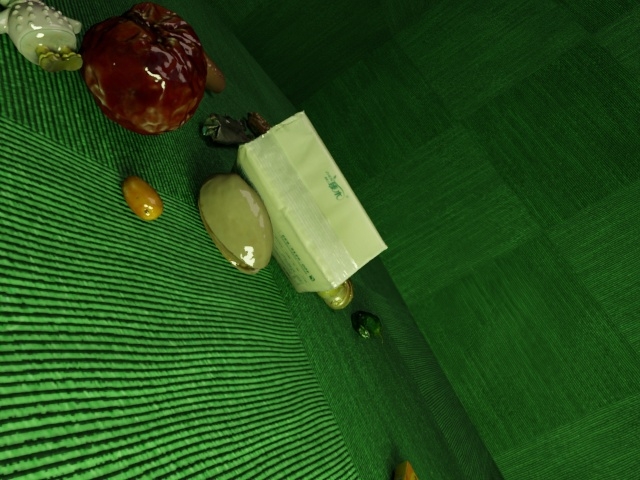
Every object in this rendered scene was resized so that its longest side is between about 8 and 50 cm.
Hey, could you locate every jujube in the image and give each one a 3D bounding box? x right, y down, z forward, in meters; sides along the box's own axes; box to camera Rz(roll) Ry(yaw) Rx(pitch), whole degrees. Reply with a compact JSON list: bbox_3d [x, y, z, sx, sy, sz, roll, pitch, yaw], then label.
[{"bbox_3d":[-0.318,-0.309,0.754,0.213,0.213,0.232,49,25,-33],"label":"jujube"}]

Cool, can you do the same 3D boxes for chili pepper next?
[{"bbox_3d":[0.179,0.307,1.482,0.279,0.065,0.122,31,38,-59],"label":"chili pepper"}]

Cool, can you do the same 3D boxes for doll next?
[{"bbox_3d":[-0.444,-0.345,0.634,0.129,0.081,0.207,-30,85,-43],"label":"doll"}]

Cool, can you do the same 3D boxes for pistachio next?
[{"bbox_3d":[-0.172,-0.038,0.864,0.226,0.136,0.136,66,13,0],"label":"pistachio"}]

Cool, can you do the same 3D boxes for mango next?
[{"bbox_3d":[-0.288,-0.071,0.663,0.089,0.046,0.060,49,6,23],"label":"mango"}]

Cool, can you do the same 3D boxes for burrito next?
[{"bbox_3d":[-0.284,-0.334,1.256,0.096,0.066,0.309,59,15,-7],"label":"burrito"}]

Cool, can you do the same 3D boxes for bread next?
[{"bbox_3d":[0.033,0.112,1.307,0.213,0.105,0.213,53,11,-14],"label":"bread"}]

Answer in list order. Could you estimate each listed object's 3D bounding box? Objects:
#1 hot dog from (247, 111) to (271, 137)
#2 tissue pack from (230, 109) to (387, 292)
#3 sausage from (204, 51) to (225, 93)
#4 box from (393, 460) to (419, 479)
[{"bbox_3d":[-0.218,-0.432,1.740,0.269,0.072,0.115,48,24,-40],"label":"hot dog"},{"bbox_3d":[-0.049,-0.072,1.023,0.380,0.207,0.297,58,-21,-4],"label":"tissue pack"},{"bbox_3d":[-0.416,-0.599,1.343,0.289,0.086,0.086,40,22,-51],"label":"sausage"},{"bbox_3d":[0.243,0.658,0.918,0.269,0.043,0.152,60,12,9],"label":"box"}]
